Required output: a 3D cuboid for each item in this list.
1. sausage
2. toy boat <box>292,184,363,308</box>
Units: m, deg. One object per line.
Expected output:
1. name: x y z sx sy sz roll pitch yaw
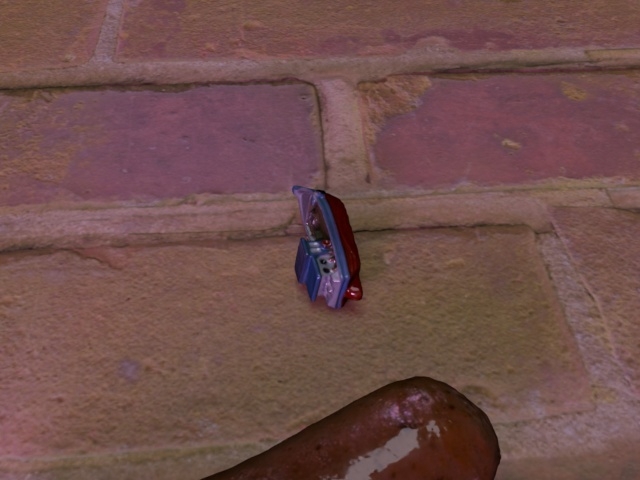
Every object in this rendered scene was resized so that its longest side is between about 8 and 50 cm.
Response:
1. sausage: -0.085 0.234 0.619 0.501 0.136 0.123 -18 19 -17
2. toy boat: 0.000 0.000 0.919 0.059 0.069 0.173 -1 47 -14
